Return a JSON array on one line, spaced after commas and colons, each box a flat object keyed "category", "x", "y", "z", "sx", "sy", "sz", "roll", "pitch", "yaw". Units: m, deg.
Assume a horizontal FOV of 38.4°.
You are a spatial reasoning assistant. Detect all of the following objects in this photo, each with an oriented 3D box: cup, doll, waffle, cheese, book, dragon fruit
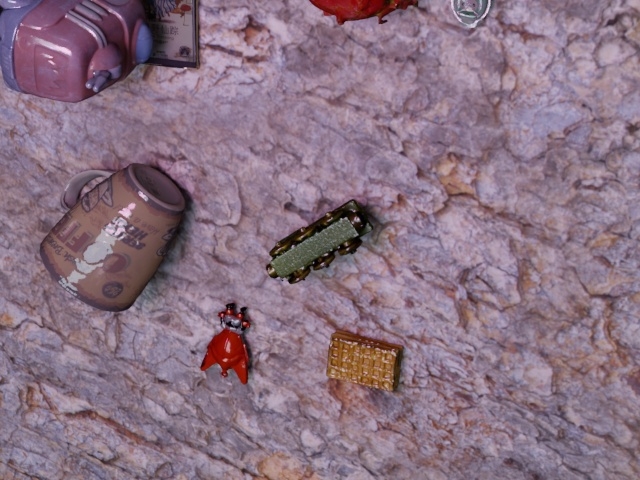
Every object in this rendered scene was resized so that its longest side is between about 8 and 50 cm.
[{"category": "cup", "x": -0.416, "y": -0.047, "z": 1.868, "sx": 0.257, "sy": 0.227, "sz": 0.301, "roll": -48, "pitch": 59, "yaw": 16}, {"category": "doll", "x": -0.191, "y": 0.216, "z": 1.936, "sx": 0.109, "sy": 0.057, "sz": 0.169, "roll": 16, "pitch": 115, "yaw": 12}, {"category": "waffle", "x": 0.088, "y": 0.243, "z": 1.847, "sx": 0.148, "sy": 0.042, "sz": 0.102, "roll": 11, "pitch": 115, "yaw": 17}, {"category": "cheese", "x": 0.254, "y": -0.419, "z": 1.543, "sx": 0.067, "sy": 0.026, "sz": 0.120, "roll": 11, "pitch": 113, "yaw": 16}, {"category": "book", "x": -0.304, "y": -0.446, "z": 1.748, "sx": 0.158, "sy": 0.026, "sz": 0.231, "roll": 10, "pitch": 113, "yaw": 17}, {"category": "dragon fruit", "x": 0.048, "y": -0.461, "z": 1.516, "sx": 0.268, "sy": 0.210, "sz": 0.205, "roll": -1, "pitch": 92, "yaw": 27}]

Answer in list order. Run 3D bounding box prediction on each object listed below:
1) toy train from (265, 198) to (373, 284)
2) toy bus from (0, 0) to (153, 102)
[{"category": "toy train", "x": 0.000, "y": 0.000, "z": 1.740, "sx": 0.226, "sy": 0.137, "sz": 0.090, "roll": -30, "pitch": 98, "yaw": 23}, {"category": "toy bus", "x": -0.435, "y": -0.369, "z": 1.675, "sx": 0.232, "sy": 0.294, "sz": 0.197, "roll": 24, "pitch": 132, "yaw": 12}]
